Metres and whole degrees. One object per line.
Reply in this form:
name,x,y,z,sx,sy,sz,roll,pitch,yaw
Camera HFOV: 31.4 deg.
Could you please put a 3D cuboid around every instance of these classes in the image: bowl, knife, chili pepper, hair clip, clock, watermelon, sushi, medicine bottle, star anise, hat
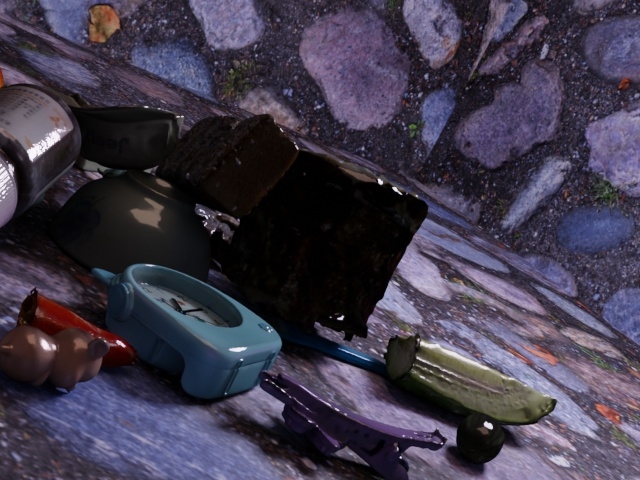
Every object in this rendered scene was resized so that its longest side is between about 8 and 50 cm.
bowl,-0.298,-0.029,1.924,0.289,0.146,0.289,26,12,-6
knife,0.006,0.185,1.986,0.297,0.026,0.044,25,15,-25
chili pepper,-0.308,0.128,1.475,0.169,0.065,0.088,27,27,-28
hair clip,0.034,0.268,1.584,0.278,0.090,0.137,22,10,-8
clock,-0.205,0.120,1.648,0.274,0.094,0.223,30,12,22
watermelon,0.258,0.321,1.846,0.078,0.078,0.111,29,13,8
sushi,-0.002,0.001,2.014,0.281,0.294,0.299,23,2,-26
medicine bottle,-0.480,-0.114,1.679,0.165,0.165,0.273,28,31,2
star anise,-0.194,-0.020,2.220,0.262,0.081,0.230,22,26,-39
hat,-0.358,-0.175,1.887,0.214,0.149,0.245,12,15,13

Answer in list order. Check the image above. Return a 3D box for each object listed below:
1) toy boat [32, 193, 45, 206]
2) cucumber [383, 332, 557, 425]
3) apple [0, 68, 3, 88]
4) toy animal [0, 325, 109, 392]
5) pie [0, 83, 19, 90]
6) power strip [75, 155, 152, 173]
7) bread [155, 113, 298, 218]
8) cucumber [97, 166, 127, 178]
toy boat,-0.553,-0.098,1.876,0.208,0.078,0.134,18,4,4
cucumber,0.262,0.265,2.036,0.325,0.105,0.145,23,-14,-21
apple,-0.693,-0.308,2.193,0.163,0.163,0.139,20,7,-33
toy animal,-0.320,0.136,1.353,0.150,0.089,0.083,3,29,-42
pie,-0.582,-0.202,1.899,0.306,0.071,0.306,-6,-4,0
power strip,-0.443,-0.182,2.456,0.093,0.053,0.288,32,12,25
bread,-0.176,-0.139,1.993,0.113,0.165,0.416,47,-10,-18
cucumber,-0.352,-0.089,2.266,0.250,0.056,0.056,32,13,18
